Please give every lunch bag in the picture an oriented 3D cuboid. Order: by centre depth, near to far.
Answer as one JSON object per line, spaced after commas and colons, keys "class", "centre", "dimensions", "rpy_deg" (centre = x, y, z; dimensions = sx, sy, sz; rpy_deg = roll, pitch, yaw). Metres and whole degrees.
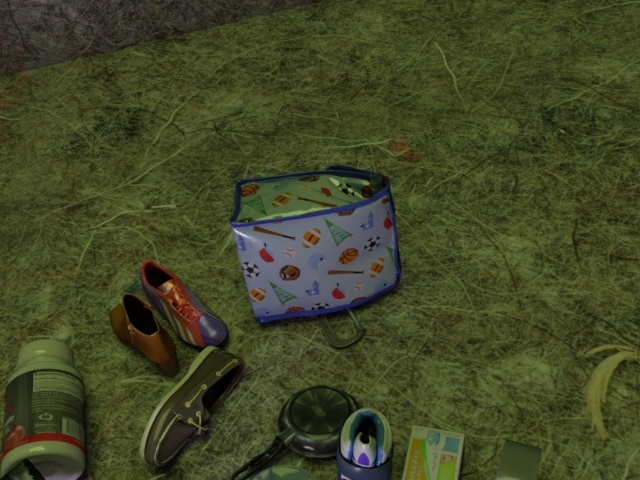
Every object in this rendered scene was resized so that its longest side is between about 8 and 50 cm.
{"class": "lunch bag", "centre": [0.000, 0.000, 1.883], "dimensions": [0.385, 0.328, 0.239], "rpy_deg": [-8, 38, 5]}

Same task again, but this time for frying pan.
{"class": "frying pan", "centre": [-0.062, 0.411, 1.696], "dimensions": [0.325, 0.053, 0.197], "rpy_deg": [-11, 39, -11]}

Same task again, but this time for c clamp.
{"class": "c clamp", "centre": [0.064, 0.195, 1.907], "dimensions": [0.137, 0.022, 0.161], "rpy_deg": [-17, 47, -6]}

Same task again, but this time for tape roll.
{"class": "tape roll", "centre": [0.367, 0.497, 1.448], "dimensions": [0.072, 0.219, 0.219], "rpy_deg": [11, 51, 18]}

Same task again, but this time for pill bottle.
{"class": "pill bottle", "centre": [-0.633, 0.391, 1.744], "dimensions": [0.176, 0.176, 0.319], "rpy_deg": [-15, 47, -4]}

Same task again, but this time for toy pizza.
{"class": "toy pizza", "centre": [-0.083, 0.568, 1.587], "dimensions": [0.201, 0.032, 0.201], "rpy_deg": [-6, 47, 6]}

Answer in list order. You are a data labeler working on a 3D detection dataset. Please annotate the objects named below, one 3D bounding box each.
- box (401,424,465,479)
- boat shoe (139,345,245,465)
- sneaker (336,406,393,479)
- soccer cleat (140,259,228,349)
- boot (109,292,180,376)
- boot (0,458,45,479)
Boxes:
{"class": "box", "centre": [0.226, 0.498, 1.549], "dimensions": [0.114, 0.103, 0.203], "rpy_deg": [6, 49, 15]}
{"class": "boat shoe", "centre": [-0.289, 0.382, 1.738], "dimensions": [0.096, 0.117, 0.324], "rpy_deg": [13, 46, 24]}
{"class": "sneaker", "centre": [0.072, 0.490, 1.492], "dimensions": [0.130, 0.236, 0.323], "rpy_deg": [5, 49, 14]}
{"class": "soccer cleat", "centre": [-0.359, 0.164, 1.942], "dimensions": [0.108, 0.116, 0.318], "rpy_deg": [-38, 53, -23]}
{"class": "boot", "centre": [-0.452, 0.192, 1.869], "dimensions": [0.104, 0.211, 0.295], "rpy_deg": [-36, 52, -23]}
{"class": "boot", "centre": [-0.653, 0.711, 1.468], "dimensions": [0.445, 0.146, 0.367], "rpy_deg": [-40, 73, -17]}
